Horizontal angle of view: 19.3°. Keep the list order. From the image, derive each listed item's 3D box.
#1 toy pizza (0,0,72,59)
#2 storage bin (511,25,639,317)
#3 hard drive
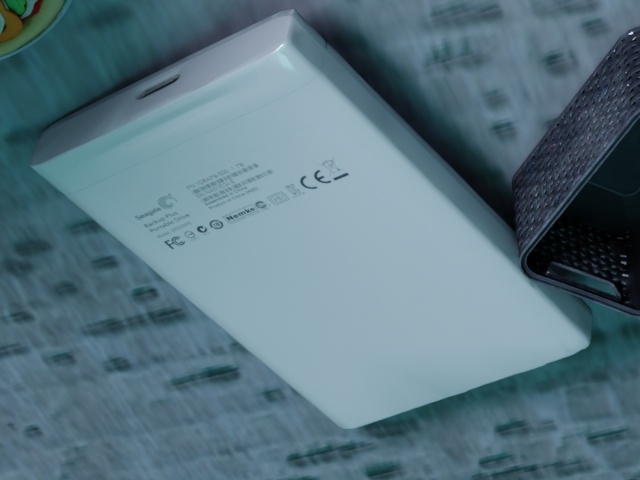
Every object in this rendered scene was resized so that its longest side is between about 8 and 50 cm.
[{"bbox_3d":[-0.252,-0.176,1.186,0.201,0.032,0.201,-2,138,-2],"label":"toy pizza"},{"bbox_3d":[0.222,-0.044,1.284,0.122,0.084,0.180,20,131,-17],"label":"storage bin"},{"bbox_3d":[0.000,0.000,1.338,0.233,0.047,0.353,-22,131,33],"label":"hard drive"}]
